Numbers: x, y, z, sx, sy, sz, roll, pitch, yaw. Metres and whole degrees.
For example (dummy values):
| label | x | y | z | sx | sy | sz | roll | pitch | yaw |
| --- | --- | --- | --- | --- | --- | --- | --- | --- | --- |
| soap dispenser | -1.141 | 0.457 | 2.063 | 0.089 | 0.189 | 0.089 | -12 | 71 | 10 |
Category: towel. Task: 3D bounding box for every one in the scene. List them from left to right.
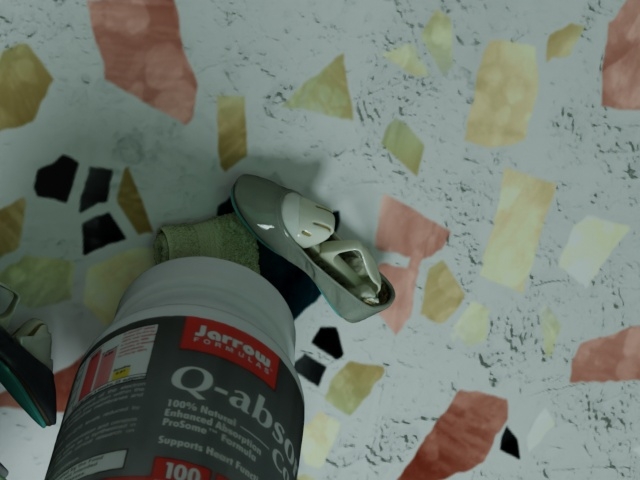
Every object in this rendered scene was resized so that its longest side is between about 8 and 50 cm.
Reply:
| label | x | y | z | sx | sy | sz | roll | pitch | yaw |
| --- | --- | --- | --- | --- | --- | --- | --- | --- | --- |
| towel | -0.104 | 0.048 | 1.753 | 0.110 | 0.027 | 0.148 | -13 | 110 | -28 |

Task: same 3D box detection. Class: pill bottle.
| label | x | y | z | sx | sy | sz | roll | pitch | yaw |
| --- | --- | --- | --- | --- | --- | --- | --- | --- | --- |
| pill bottle | -0.122 | 0.185 | 1.568 | 0.210 | 0.363 | 0.210 | 2 | 125 | 3 |

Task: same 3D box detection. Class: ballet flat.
| label | x | y | z | sx | sy | sz | roll | pitch | yaw |
| --- | --- | --- | --- | --- | --- | --- | --- | --- | --- |
| ballet flat | -0.284 | 0.082 | 1.635 | 0.074 | 0.074 | 0.203 | -45 | 119 | -12 |
| ballet flat | 0.000 | 0.000 | 1.770 | 0.213 | 0.068 | 0.072 | 46 | 39 | -34 |

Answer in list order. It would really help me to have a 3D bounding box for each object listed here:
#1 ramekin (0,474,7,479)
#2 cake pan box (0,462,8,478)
| label | x | y | z | sx | sy | sz | roll | pitch | yaw |
| --- | --- | --- | --- | --- | --- | --- | --- | --- | --- |
| ramekin | -0.376 | 0.305 | 1.469 | 0.303 | 0.148 | 0.303 | -19 | 114 | -49 |
| cake pan box | -0.439 | 0.219 | 1.584 | 0.246 | 0.070 | 0.267 | -48 | 123 | -8 |
